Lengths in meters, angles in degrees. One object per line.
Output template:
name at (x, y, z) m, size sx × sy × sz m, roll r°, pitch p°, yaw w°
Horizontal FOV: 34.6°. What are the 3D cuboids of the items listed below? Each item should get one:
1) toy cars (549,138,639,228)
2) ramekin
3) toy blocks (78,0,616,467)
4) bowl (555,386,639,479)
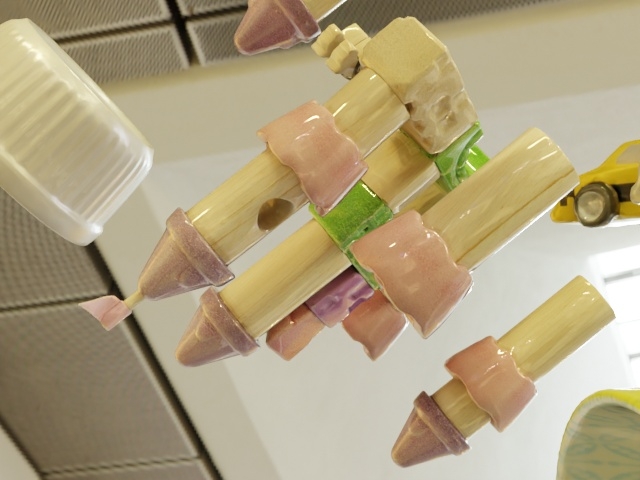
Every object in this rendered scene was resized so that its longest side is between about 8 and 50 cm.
toy cars at (0.275, -0.058, 0.685) m, size 0.176 × 0.087 × 0.393 m, roll -2°, pitch -2°, yaw -1°
ramekin at (-0.246, -0.104, 0.934) m, size 0.109 × 0.207 × 0.207 m, roll -43°, pitch -56°, yaw 0°
toy blocks at (0.000, 0.000, 0.714) m, size 0.260 × 0.309 × 0.288 m, roll -39°, pitch -32°, yaw 1°
bowl at (0.214, 0.189, 0.408) m, size 0.156 × 0.289 × 0.289 m, roll -9°, pitch -45°, yaw -5°
